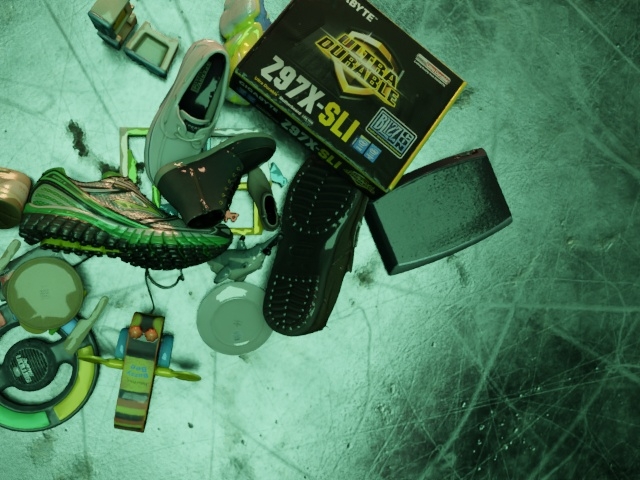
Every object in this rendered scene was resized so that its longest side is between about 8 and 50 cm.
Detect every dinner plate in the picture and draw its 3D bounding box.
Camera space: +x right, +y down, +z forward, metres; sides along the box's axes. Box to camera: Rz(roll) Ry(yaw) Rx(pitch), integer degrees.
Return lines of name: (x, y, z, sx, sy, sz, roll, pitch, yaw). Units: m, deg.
dinner plate: (-0.147, 0.141, 1.496, 0.141, 0.017, 0.141, -4, 110, -10)

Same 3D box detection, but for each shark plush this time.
shark plush: (-0.135, 0.023, 1.464, 0.073, 0.161, 0.067, -3, 69, -47)

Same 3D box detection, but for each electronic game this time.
electronic game: (-0.495, 0.213, 1.452, 0.229, 0.048, 0.229, 0, 91, -8)

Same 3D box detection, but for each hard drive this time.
hard drive: (0.215, -0.054, 1.548, 0.254, 0.054, 0.172, -23, 93, -7)

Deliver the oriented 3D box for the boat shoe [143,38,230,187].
boat shoe: (-0.215, -0.200, 1.412, 0.096, 0.088, 0.268, 22, 101, -27)

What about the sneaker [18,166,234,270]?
sneaker: (-0.308, -0.042, 1.407, 0.343, 0.134, 0.146, 13, 69, -17)

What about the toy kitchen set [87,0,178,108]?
toy kitchen set: (-0.287, -0.304, 1.421, 0.207, 0.166, 0.122, 31, 86, -7)

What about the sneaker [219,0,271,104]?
sneaker: (-0.111, -0.343, 1.500, 0.126, 0.091, 0.240, 16, 75, -38)

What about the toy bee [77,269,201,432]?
toy bee: (-0.308, 0.182, 1.423, 0.195, 0.162, 0.298, -10, 92, -6)

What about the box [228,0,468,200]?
box: (0.048, -0.263, 1.428, 0.322, 0.079, 0.257, 38, 73, -6)

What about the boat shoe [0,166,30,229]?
boat shoe: (-0.641, -0.096, 1.414, 0.302, 0.109, 0.098, 9, 49, -7)

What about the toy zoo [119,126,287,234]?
toy zoo: (-0.204, -0.103, 1.501, 0.293, 0.030, 0.192, 0, 90, -8)

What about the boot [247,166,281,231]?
boot: (-0.095, -0.073, 1.457, 0.042, 0.087, 0.118, -17, 94, -10)

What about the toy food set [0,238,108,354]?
toy food set: (-0.461, 0.090, 1.419, 0.192, 0.038, 0.132, 37, 86, -14)

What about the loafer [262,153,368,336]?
loafer: (0.000, 0.000, 1.500, 0.133, 0.130, 0.366, 16, 77, 25)

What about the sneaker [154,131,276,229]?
sneaker: (-0.153, -0.095, 1.418, 0.222, 0.083, 0.118, -25, 64, -21)

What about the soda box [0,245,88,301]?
soda box: (-0.476, 0.041, 1.452, 0.169, 0.053, 0.060, -29, 94, -6)
